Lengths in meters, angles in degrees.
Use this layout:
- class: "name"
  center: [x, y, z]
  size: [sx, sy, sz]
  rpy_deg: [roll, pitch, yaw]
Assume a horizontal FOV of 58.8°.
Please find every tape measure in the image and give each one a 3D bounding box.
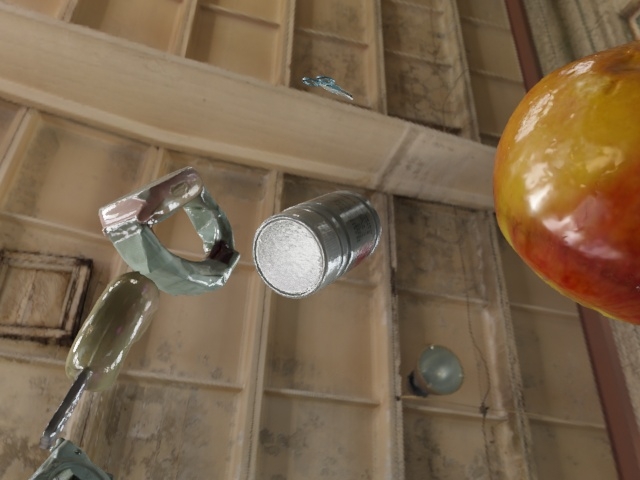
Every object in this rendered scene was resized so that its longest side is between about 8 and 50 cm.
- class: "tape measure"
  center: [-0.386, 0.407, 0.766]
  size: [0.164, 0.084, 0.330]
  rpy_deg: [32, -167, -5]

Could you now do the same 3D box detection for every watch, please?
- class: "watch"
  center: [-0.276, -0.003, 1.109]
  size: [0.241, 0.161, 0.253]
  rpy_deg: [67, -151, -16]

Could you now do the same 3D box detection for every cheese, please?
- class: "cheese"
  center: [-0.325, 0.170, 0.825]
  size: [0.082, 0.163, 0.286]
  rpy_deg: [26, -138, -7]

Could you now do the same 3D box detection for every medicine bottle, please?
- class: "medicine bottle"
  center: [0.000, 0.000, 0.395]
  size: [0.058, 0.058, 0.091]
  rpy_deg: [46, -150, 10]

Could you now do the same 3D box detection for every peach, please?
- class: "peach"
  center: [0.301, -0.060, 0.525]
  size: [0.281, 0.238, 0.281]
  rpy_deg: [0, -87, 8]

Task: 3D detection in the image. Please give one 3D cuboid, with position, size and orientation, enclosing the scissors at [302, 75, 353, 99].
- class: "scissors"
  center: [0.021, -0.263, 0.979]
  size: [0.119, 0.058, 0.014]
  rpy_deg: [7, -91, -54]
